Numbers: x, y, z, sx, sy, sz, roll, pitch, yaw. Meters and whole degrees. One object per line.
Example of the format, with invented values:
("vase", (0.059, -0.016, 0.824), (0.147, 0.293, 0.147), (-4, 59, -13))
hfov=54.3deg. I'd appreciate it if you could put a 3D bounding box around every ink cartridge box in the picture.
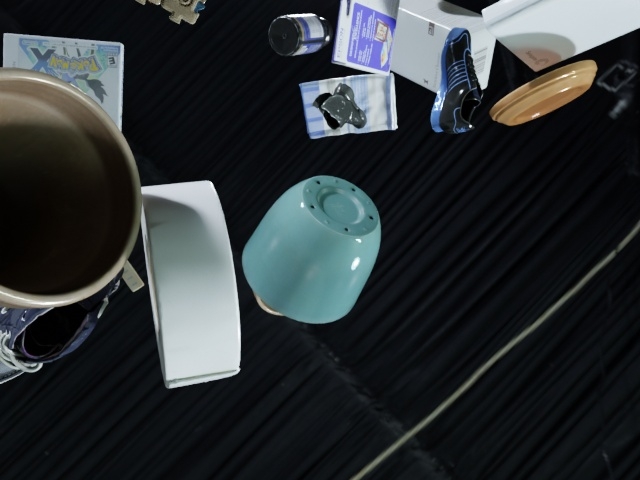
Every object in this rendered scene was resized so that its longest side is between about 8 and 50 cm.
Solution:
("ink cartridge box", (0.073, -0.404, 1.085), (0.045, 0.206, 0.208), (14, 13, 29))

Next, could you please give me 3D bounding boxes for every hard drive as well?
("hard drive", (0.475, -0.397, 1.012), (0.233, 0.353, 0.047), (9, 68, -50))

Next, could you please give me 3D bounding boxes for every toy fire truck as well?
("toy fire truck", (-0.687, 0.069, 2.011), (0.159, 0.217, 0.246), (24, 30, -45))

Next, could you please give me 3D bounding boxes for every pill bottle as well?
("pill bottle", (-0.057, -0.665, 2.014), (0.123, 0.122, 0.219), (44, 37, 12))

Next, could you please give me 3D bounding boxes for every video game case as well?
("video game case", (-0.741, -0.429, 1.799), (0.329, 0.299, 0.036), (3, 7, -5))

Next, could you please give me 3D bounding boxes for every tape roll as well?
("tape roll", (-0.189, 0.060, 0.884), (0.286, 0.100, 0.286), (173, -90, -72))

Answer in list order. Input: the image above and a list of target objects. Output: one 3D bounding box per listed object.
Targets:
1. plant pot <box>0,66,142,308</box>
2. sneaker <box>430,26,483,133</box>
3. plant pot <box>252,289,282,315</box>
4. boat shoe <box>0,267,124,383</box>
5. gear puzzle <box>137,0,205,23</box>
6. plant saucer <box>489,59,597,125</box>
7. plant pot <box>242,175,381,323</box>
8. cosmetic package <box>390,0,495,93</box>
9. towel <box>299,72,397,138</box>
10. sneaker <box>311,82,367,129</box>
("plant pot", (-0.384, -0.042, 0.725), (0.229, 0.263, 0.263), (-10, -41, 33))
("sneaker", (0.303, -0.339, 1.324), (0.091, 0.232, 0.081), (10, 0, 38))
("plant pot", (-0.060, 0.057, 1.481), (0.237, 0.237, 0.109), (49, 7, -49))
("boat shoe", (-0.454, 0.145, 0.944), (0.127, 0.341, 0.158), (45, 14, -21))
("gear puzzle", (-0.386, -0.597, 1.305), (0.339, 0.175, 0.044), (26, -1, -16))
("plant saucer", (0.411, -0.263, 1.146), (0.200, 0.200, 0.037), (69, -1, -83))
("plant pot", (0.000, 0.000, 1.394), (0.293, 0.293, 0.235), (44, -47, 15))
("cosmetic package", (0.325, -0.602, 1.887), (0.385, 0.156, 0.217), (36, -37, 36))
("towel", (0.089, -0.405, 1.895), (0.209, 0.285, 0.034), (80, 6, -49))
("sneaker", (0.042, -0.267, 1.324), (0.051, 0.089, 0.170), (24, -15, 30))
